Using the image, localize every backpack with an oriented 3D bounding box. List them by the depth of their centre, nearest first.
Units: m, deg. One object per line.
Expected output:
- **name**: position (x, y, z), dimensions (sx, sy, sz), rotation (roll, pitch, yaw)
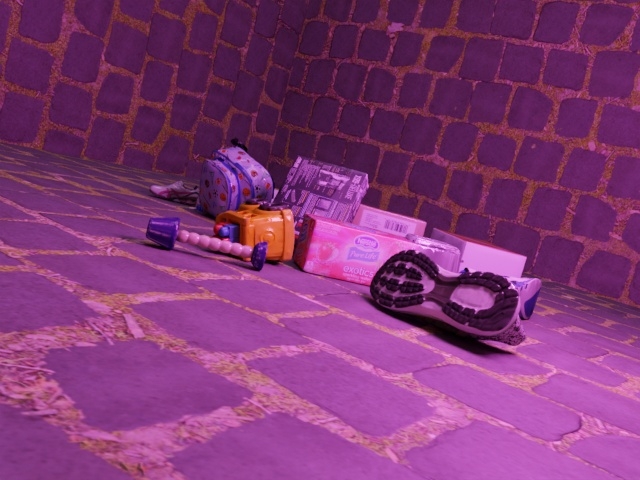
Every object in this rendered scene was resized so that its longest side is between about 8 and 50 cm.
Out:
- **backpack**: position (-0.294, -0.183, 2.288), dimensions (0.263, 0.276, 0.213), rotation (30, 38, 30)

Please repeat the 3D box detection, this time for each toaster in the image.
- **toaster**: position (0.319, 0.068, 1.965), dimensions (0.227, 0.146, 0.129), rotation (14, 5, -7)

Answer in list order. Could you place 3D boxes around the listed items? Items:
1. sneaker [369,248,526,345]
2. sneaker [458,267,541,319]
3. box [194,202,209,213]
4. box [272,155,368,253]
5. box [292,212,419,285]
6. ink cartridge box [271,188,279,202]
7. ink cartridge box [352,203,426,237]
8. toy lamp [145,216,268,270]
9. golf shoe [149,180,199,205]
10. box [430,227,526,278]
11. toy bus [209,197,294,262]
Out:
- **sneaker**: position (0.275, 0.149, 1.428), dimensions (0.410, 0.158, 0.182), rotation (20, -23, 50)
- **sneaker**: position (0.488, 0.138, 1.832), dimensions (0.182, 0.127, 0.316), rotation (23, 11, 39)
- **box**: position (-0.404, -0.114, 2.426), dimensions (0.136, 0.028, 0.081), rotation (13, 7, -32)
- **box**: position (-0.019, -0.099, 1.971), dimensions (0.243, 0.307, 0.076), rotation (16, -27, 17)
- **box**: position (0.093, 0.033, 1.758), dimensions (0.300, 0.142, 0.154), rotation (13, 7, -14)
- **ink cartridge box**: position (-0.277, -0.136, 2.668), dimensions (0.189, 0.097, 0.255), rotation (16, 33, 3)
- **ink cartridge box**: position (0.196, 0.000, 2.060), dimensions (0.235, 0.193, 0.088), rotation (14, 5, -3)
- **toy lamp**: position (-0.262, 0.002, 1.497), dimensions (0.275, 0.080, 0.080), rotation (13, 6, -13)
- **golf shoe**: position (-0.563, -0.193, 2.495), dimensions (0.186, 0.085, 0.067), rotation (12, 8, -14)
- **box**: position (0.510, 0.081, 2.202), dimensions (0.215, 0.168, 0.345), rotation (14, 7, -10)
- **toy bus**: position (-0.201, -0.021, 1.669), dimensions (0.212, 0.149, 0.220), rotation (-8, 16, -32)
